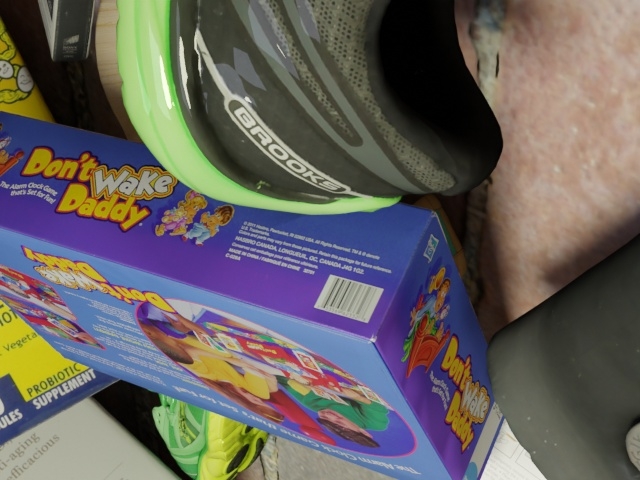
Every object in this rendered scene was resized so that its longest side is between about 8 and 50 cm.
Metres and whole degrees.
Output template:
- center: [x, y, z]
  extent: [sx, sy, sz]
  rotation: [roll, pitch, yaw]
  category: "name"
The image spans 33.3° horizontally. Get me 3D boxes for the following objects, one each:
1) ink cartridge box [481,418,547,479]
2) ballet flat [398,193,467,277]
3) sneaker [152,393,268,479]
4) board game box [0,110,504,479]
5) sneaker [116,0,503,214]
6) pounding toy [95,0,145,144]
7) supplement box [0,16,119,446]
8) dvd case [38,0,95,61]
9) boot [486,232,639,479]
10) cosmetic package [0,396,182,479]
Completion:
- center: [0.156, 0.193, 0.729]
  extent: [0.181, 0.056, 0.224]
  rotation: [34, 107, 19]
  category: "ink cartridge box"
- center: [0.000, 0.000, 0.760]
  extent: [0.232, 0.080, 0.073]
  rotation: [-3, 110, 39]
  category: "ballet flat"
- center: [-0.102, 0.130, 0.948]
  extent: [0.123, 0.109, 0.295]
  rotation: [38, 143, 13]
  category: "sneaker"
- center: [-0.072, 0.039, 0.681]
  extent: [0.347, 0.078, 0.233]
  rotation: [15, 154, 28]
  category: "board game box"
- center: [0.030, -0.233, 0.421]
  extent: [0.202, 0.185, 0.482]
  rotation: [13, 122, 20]
  category: "sneaker"
- center: [-0.041, -0.114, 0.704]
  extent: [0.270, 0.155, 0.154]
  rotation: [-16, 80, 43]
  category: "pounding toy"
- center: [-0.302, -0.030, 0.910]
  extent: [0.356, 0.194, 0.195]
  rotation: [65, 166, -18]
  category: "supplement box"
- center: [-0.165, -0.260, 0.678]
  extent: [0.238, 0.030, 0.179]
  rotation: [114, 142, -52]
  category: "dvd case"
- center: [0.200, -0.036, 0.457]
  extent: [0.367, 0.146, 0.445]
  rotation: [48, 149, 9]
  category: "boot"
- center: [-0.343, 0.323, 1.146]
  extent: [0.394, 0.327, 0.329]
  rotation: [38, 158, 20]
  category: "cosmetic package"
